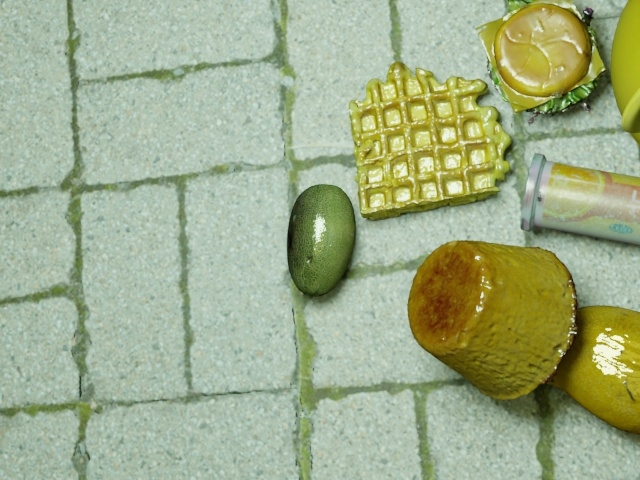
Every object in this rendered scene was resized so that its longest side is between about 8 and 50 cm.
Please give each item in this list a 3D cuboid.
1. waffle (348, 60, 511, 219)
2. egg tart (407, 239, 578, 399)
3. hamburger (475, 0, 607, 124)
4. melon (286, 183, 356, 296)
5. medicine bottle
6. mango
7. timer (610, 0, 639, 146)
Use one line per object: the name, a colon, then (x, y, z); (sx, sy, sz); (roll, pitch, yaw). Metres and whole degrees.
waffle: (0.153, -0.155, 1.957); (0.229, 0.057, 0.219); (-11, 78, 10)
egg tart: (0.222, 0.097, 1.815); (0.215, 0.170, 0.215); (-27, 54, 45)
hamburger: (0.309, -0.258, 1.921); (0.164, 0.093, 0.190); (-13, 79, 8)
melon: (0.000, 0.000, 1.944); (0.099, 0.099, 0.162); (4, 82, 14)
medicine bottle: (0.487, -0.031, 1.838); (0.426, 0.108, 0.108); (10, 83, 13)
mango: (0.396, 0.168, 1.819); (0.262, 0.109, 0.157); (15, 89, 17)
timer: (0.532, -0.231, 1.715); (0.376, 0.387, 0.376); (-3, 79, 15)
